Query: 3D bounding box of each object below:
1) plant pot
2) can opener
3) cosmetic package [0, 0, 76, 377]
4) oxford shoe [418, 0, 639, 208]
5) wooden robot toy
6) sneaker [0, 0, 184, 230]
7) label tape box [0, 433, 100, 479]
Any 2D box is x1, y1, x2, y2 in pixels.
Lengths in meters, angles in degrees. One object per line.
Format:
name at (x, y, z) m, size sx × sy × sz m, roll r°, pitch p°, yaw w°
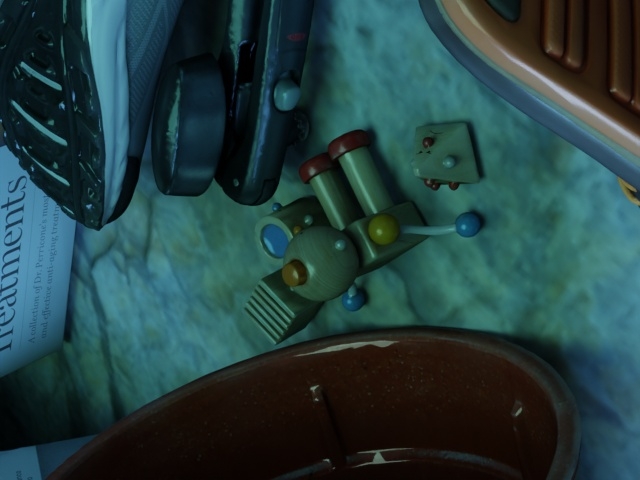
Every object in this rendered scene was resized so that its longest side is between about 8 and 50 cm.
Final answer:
plant pot at (0.020, 0.222, 0.675) m, size 0.272 × 0.272 × 0.265 m, roll 0°, pitch 118°, yaw 41°
can opener at (-0.028, -0.102, 0.690) m, size 0.059 × 0.073 × 0.186 m, roll 31°, pitch 117°, yaw 30°
cosmetic package at (-0.253, -0.057, 0.744) m, size 0.097 × 0.284 × 0.377 m, roll 35°, pitch 130°, yaw 30°
oxford shoe at (0.121, -0.032, 0.463) m, size 0.098 × 0.271 × 0.097 m, roll -20°, pitch 56°, yaw 48°
wooden robot toy at (0.000, 0.000, 0.697) m, size 0.173 × 0.079 × 0.076 m, roll -36°, pitch 85°, yaw 44°
sneaker at (-0.099, -0.122, 0.706) m, size 0.100 × 0.108 × 0.272 m, roll 35°, pitch 131°, yaw 31°
label tape box at (-0.231, 0.259, 0.852) m, size 0.106 × 0.333 × 0.241 m, roll -125°, pitch 29°, yaw -63°
